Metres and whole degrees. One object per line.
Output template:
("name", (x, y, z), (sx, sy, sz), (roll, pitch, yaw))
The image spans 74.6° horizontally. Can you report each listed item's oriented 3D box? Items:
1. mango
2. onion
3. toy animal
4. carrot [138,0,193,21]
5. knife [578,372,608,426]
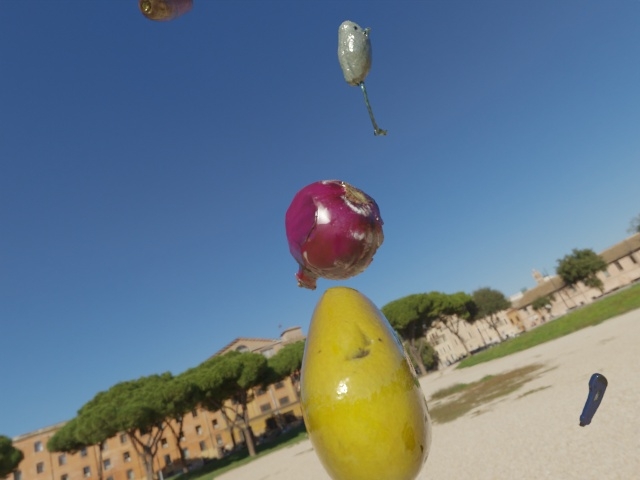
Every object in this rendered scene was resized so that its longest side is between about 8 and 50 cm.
("mango", (0.036, 0.120, 0.378), (0.098, 0.195, 0.137), (-22, -45, 14))
("onion", (0.000, 0.000, 0.738), (0.140, 0.195, 0.218), (19, -59, -30))
("toy animal", (0.091, -0.349, 0.901), (0.079, 0.252, 0.070), (-18, 2, -20))
("carrot", (-0.323, -0.503, 0.900), (0.060, 0.060, 0.186), (-34, 18, 28))
("knife", (0.562, 0.333, 0.870), (0.031, 0.121, 0.018), (18, 4, 3))
